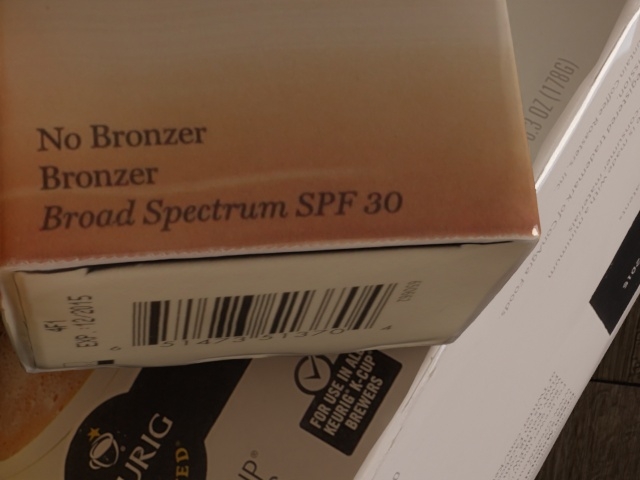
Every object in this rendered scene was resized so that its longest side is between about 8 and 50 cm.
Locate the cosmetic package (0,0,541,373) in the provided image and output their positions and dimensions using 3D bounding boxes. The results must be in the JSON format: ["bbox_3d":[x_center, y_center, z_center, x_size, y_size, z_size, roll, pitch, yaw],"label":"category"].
[{"bbox_3d":[-0.033,-0.117,0.467,0.129,0.153,0.296,112,-28,-70],"label":"cosmetic package"}]

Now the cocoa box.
[{"bbox_3d":[0.000,0.000,0.645,0.347,0.228,0.231,-60,155,-5],"label":"cocoa box"}]
